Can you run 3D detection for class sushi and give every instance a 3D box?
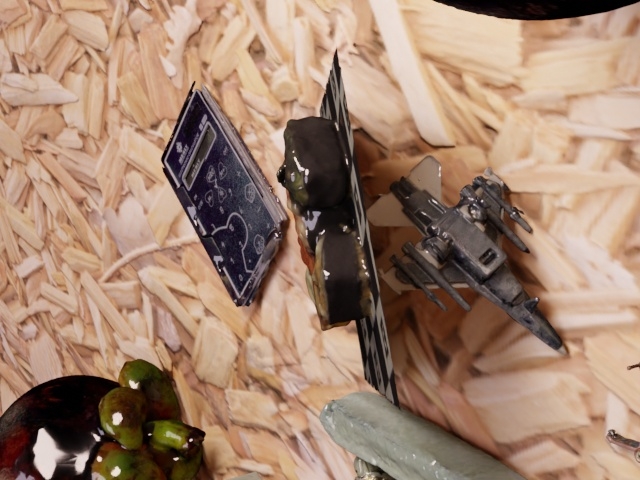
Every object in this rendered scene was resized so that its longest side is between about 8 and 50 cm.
[{"bbox_3d":[0.000,0.000,1.169,0.339,0.069,0.320,141,120,-86],"label":"sushi"}]

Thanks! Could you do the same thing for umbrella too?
[{"bbox_3d":[0.071,0.297,1.282,0.067,0.062,0.143,96,152,-80],"label":"umbrella"}]

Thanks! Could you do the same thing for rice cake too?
[{"bbox_3d":[0.116,0.228,1.196,0.336,0.066,0.063,26,118,51],"label":"rice cake"}]

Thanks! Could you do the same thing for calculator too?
[{"bbox_3d":[-0.127,-0.061,1.522,0.274,0.028,0.165,58,139,31],"label":"calculator"}]

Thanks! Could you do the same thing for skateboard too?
[{"bbox_3d":[0.262,0.139,1.001,0.064,0.032,0.083,-164,67,-64],"label":"skateboard"}]

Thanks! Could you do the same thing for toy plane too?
[{"bbox_3d":[0.139,0.013,1.073,0.234,0.160,0.082,41,158,18],"label":"toy plane"}]

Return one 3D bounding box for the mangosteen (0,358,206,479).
[{"bbox_3d":[-0.323,0.327,1.676,0.311,0.311,0.311,16,110,53],"label":"mangosteen"}]

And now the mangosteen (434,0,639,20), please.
[{"bbox_3d":[0.158,-0.362,0.805,0.382,0.382,0.435,-12,48,56],"label":"mangosteen"}]

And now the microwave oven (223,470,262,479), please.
[{"bbox_3d":[-0.100,0.412,1.461,0.208,0.162,0.122,50,134,38],"label":"microwave oven"}]
